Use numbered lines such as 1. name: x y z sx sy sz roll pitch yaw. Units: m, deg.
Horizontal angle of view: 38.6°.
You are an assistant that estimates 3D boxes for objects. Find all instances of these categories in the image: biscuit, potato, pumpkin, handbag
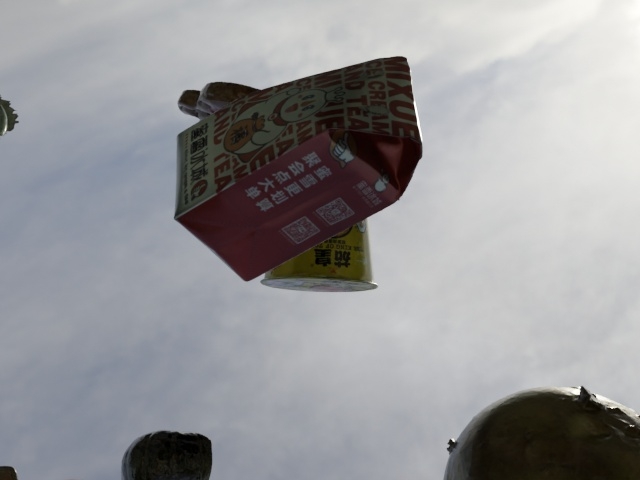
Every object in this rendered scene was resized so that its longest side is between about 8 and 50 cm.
1. biscuit: -0.132 -0.221 1.792 0.314 0.367 0.063 17 -98 -2
2. potato: 0.358 0.413 1.406 0.319 0.385 0.442 32 -152 -17
3. pumpkin: -0.267 0.370 1.478 0.108 0.183 0.119 15 -127 -38
4. handbag: -0.020 -0.104 1.061 0.298 0.151 0.171 -30 -140 20

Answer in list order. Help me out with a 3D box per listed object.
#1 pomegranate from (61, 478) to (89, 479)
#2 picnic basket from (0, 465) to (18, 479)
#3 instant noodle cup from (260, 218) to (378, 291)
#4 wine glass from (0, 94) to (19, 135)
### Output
1. pomegranate: -0.216 0.349 0.878 0.252 0.270 0.229 43 -137 8
2. picnic basket: -0.507 0.461 1.289 0.165 0.139 0.266 0 -119 -33
3. instant noodle cup: 0.000 0.000 1.408 0.182 0.182 0.144 0 -100 10
4. wine glass: -0.415 -0.239 0.861 0.238 0.323 0.238 4 -143 -3
